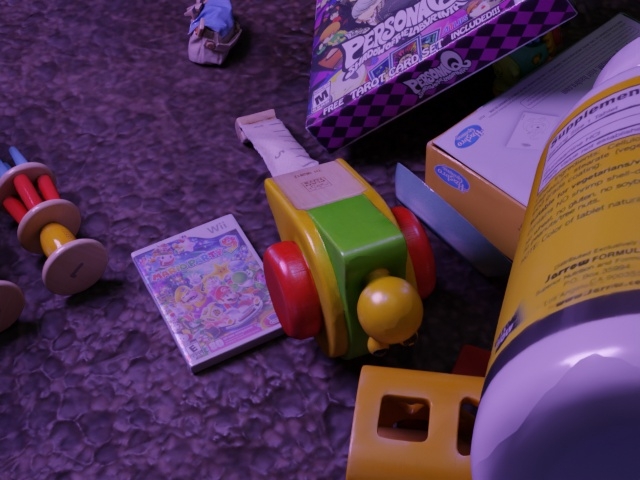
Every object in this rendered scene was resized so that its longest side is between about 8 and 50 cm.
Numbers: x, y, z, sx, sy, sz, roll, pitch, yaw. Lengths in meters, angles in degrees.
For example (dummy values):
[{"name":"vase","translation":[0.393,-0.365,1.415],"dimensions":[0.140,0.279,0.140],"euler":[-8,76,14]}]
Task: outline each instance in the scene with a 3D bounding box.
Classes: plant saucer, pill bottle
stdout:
[{"name":"plant saucer","translation":[0.094,-0.010,0.767],"dimensions":[0.021,0.119,0.119],"euler":[-47,57,4]},{"name":"pill bottle","translation":[0.202,0.019,0.577],"dimensions":[0.188,0.188,0.334],"euler":[12,41,13]}]

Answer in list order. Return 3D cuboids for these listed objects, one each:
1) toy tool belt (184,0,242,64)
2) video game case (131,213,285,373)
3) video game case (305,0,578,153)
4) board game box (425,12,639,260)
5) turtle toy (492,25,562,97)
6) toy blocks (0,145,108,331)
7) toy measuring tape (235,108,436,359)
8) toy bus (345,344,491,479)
[{"name":"toy tool belt","translation":[-0.100,-0.206,0.977],"dimensions":[0.052,0.051,0.083],"euler":[4,49,7]},{"name":"video game case","translation":[-0.081,0.037,0.791],"dimensions":[0.087,0.011,0.122],"euler":[-23,51,-16]},{"name":"video game case","translation":[0.092,-0.199,0.880],"dimensions":[0.232,0.042,0.210],"euler":[-27,37,28]},{"name":"board game box","translation":[0.274,-0.031,0.795],"dimensions":[0.242,0.064,0.316],"euler":[-34,56,-24]},{"name":"turtle toy","translation":[0.175,-0.185,0.909],"dimensions":[0.066,0.095,0.130],"euler":[-9,45,22]},{"name":"toy blocks","translation":[-0.250,-0.008,0.810],"dimensions":[0.123,0.054,0.148],"euler":[-27,53,-20]},{"name":"toy measuring tape","translation":[0.000,0.000,0.783],"dimensions":[0.121,0.121,0.330],"euler":[-18,28,-12]},{"name":"toy bus","translation":[0.109,0.135,0.633],"dimensions":[0.202,0.104,0.191],"euler":[-32,55,-22]}]
